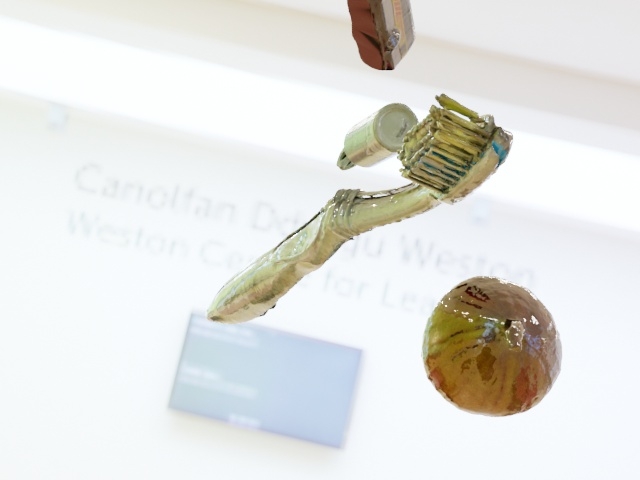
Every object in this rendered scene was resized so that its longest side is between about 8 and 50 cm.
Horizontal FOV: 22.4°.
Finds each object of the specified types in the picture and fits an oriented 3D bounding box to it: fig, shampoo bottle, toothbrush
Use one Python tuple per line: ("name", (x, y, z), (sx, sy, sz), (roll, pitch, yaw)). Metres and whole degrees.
("fig", (0.184, 0.101, 1.738), (0.149, 0.148, 0.202), (26, -36, 26))
("shampoo bottle", (0.067, -0.124, 2.016), (0.065, 0.065, 0.204), (15, -8, -11))
("toothbrush", (0.000, 0.000, 0.845), (0.042, 0.035, 0.413), (27, -21, -11))

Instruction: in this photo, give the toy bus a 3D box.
("toy bus", (0.067, -0.277, 1.846), (0.057, 0.072, 0.172), (24, -32, 31))
